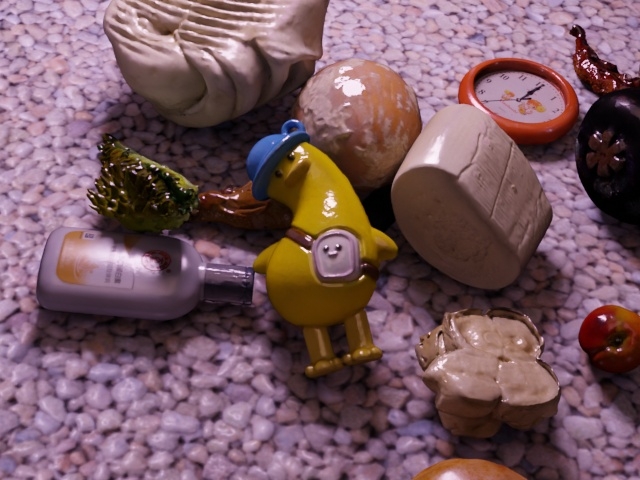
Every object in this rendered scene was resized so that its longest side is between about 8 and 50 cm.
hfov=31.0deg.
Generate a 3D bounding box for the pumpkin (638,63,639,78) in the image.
[{"bbox_3d":[0.626,-0.284,1.986,0.126,0.131,0.248,5,43,-16],"label":"pumpkin"}]

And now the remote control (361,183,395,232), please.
[{"bbox_3d":[0.053,-0.011,1.722,0.063,0.025,0.245,27,50,20],"label":"remote control"}]

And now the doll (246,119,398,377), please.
[{"bbox_3d":[0.000,0.000,1.575,0.199,0.145,0.363,-14,73,4],"label":"doll"}]

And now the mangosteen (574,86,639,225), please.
[{"bbox_3d":[0.509,-0.128,1.781,0.243,0.243,0.243,4,49,-5],"label":"mangosteen"}]

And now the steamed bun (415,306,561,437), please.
[{"bbox_3d":[0.210,0.182,1.526,0.192,0.106,0.177,-3,45,-23],"label":"steamed bun"}]

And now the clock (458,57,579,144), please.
[{"bbox_3d":[0.333,-0.234,1.942,0.205,0.051,0.205,4,48,-4],"label":"clock"}]

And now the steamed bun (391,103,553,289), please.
[{"bbox_3d":[0.213,-0.060,1.678,0.250,0.155,0.200,52,45,-22],"label":"steamed bun"}]

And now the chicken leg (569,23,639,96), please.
[{"bbox_3d":[0.492,-0.297,2.025,0.089,0.048,0.219,-22,56,-29],"label":"chicken leg"}]

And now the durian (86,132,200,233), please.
[{"bbox_3d":[-0.253,-0.069,1.635,0.132,0.106,0.375,25,6,-34],"label":"durian"}]

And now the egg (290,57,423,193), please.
[{"bbox_3d":[0.057,-0.172,1.740,0.203,0.203,0.245,1,29,-8],"label":"egg"}]

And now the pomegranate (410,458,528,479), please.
[{"bbox_3d":[0.173,0.350,1.319,0.207,0.207,0.207,4,49,-5],"label":"pomegranate"}]

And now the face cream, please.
[{"bbox_3d":[-0.237,0.051,1.589,0.291,0.071,0.144,7,46,-3],"label":"face cream"}]

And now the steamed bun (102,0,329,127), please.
[{"bbox_3d":[-0.149,-0.336,1.837,0.339,0.247,0.352,7,70,14],"label":"steamed bun"}]

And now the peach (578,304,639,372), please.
[{"bbox_3d":[0.410,0.137,1.605,0.101,0.101,0.101,4,49,-5],"label":"peach"}]

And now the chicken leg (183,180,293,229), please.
[{"bbox_3d":[-0.117,-0.063,1.701,0.207,0.101,0.085,-5,19,-2],"label":"chicken leg"}]
